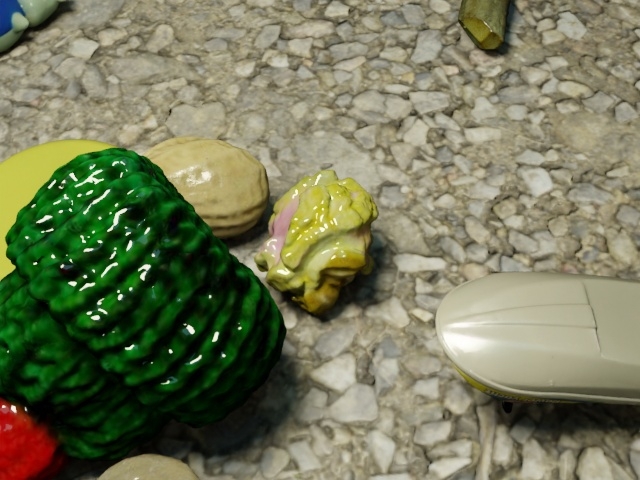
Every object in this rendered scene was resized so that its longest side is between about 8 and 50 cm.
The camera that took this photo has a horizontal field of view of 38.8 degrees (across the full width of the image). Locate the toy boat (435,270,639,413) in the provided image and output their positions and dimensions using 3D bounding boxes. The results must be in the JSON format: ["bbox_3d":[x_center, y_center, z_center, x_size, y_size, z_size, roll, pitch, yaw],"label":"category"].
[{"bbox_3d":[0.241,0.102,0.884,0.270,0.140,0.140,-2,54,-2],"label":"toy boat"}]

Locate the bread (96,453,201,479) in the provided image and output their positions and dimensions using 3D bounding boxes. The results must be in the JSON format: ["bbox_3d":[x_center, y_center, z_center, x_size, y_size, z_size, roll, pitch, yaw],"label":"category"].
[{"bbox_3d":[-0.235,0.314,0.753,0.183,0.102,0.337,25,57,18],"label":"bread"}]

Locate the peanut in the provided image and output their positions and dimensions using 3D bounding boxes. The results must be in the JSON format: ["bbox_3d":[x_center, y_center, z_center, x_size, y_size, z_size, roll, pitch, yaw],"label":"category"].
[{"bbox_3d":[-0.183,-0.048,0.997,0.257,0.123,0.123,-10,54,-18],"label":"peanut"}]

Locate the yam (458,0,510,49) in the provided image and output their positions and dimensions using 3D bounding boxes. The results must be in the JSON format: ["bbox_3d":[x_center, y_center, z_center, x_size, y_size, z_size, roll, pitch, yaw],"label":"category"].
[{"bbox_3d":[0.222,-0.313,1.234,0.070,0.069,0.146,11,55,8],"label":"yam"}]

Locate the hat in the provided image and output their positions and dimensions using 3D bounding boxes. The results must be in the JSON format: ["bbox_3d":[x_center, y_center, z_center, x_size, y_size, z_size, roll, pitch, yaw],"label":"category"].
[{"bbox_3d":[-0.215,0.103,0.826,0.332,0.242,0.274,-43,103,-4],"label":"hat"}]

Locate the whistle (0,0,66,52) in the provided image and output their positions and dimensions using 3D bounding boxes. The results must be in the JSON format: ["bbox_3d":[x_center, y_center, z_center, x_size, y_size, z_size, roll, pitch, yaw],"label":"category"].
[{"bbox_3d":[-0.441,-0.309,1.219,0.110,0.092,0.244,40,62,21],"label":"whistle"}]

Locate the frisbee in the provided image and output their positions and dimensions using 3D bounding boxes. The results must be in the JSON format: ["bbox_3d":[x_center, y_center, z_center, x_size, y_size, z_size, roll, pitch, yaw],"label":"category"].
[{"bbox_3d":[-0.305,-0.033,1.061,0.236,0.017,0.236,0,54,0],"label":"frisbee"}]

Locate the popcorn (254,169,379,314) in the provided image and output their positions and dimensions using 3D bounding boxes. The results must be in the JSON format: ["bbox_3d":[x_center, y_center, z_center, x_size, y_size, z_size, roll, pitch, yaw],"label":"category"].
[{"bbox_3d":[0.000,0.000,0.967,0.126,0.126,0.145,40,77,3],"label":"popcorn"}]
